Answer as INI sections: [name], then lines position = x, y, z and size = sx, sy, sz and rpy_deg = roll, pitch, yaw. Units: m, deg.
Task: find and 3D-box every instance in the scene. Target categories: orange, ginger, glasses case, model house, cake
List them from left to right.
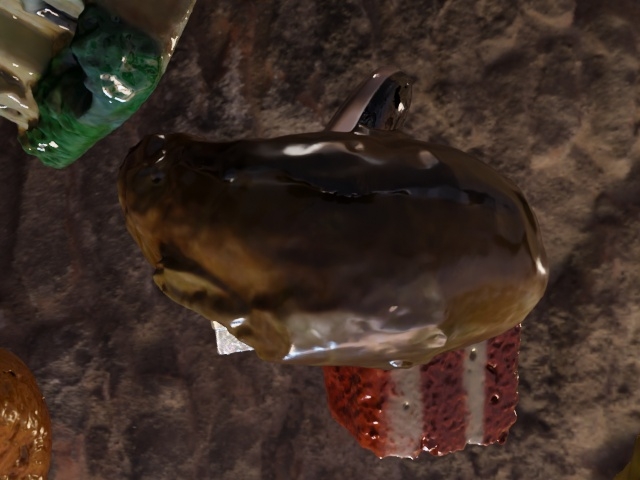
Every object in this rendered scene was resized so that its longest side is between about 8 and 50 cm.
[orange]
position = -0.349, 0.194, 0.659
size = 0.219, 0.193, 0.219
rpy_deg = 20, -90, -76
[model house]
position = -0.359, -0.325, 0.874
size = 0.343, 0.382, 0.334
rpy_deg = 28, -109, -29
[ginger]
position = 0.000, 0.000, 0.508
size = 0.321, 0.165, 0.172
rpy_deg = 13, -147, 2
[glasses case]
position = 0.010, -0.049, 0.813
size = 0.075, 0.314, 0.122
rpy_deg = 33, -156, 8
[cake]
position = 0.177, 0.237, 1.397
size = 0.320, 0.269, 0.270
rpy_deg = -4, -82, -22

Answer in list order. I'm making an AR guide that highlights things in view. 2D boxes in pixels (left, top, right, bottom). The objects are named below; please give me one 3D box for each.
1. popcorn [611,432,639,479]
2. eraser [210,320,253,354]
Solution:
[popcorn]
position = 0.305, 0.286, 0.551
size = 0.297, 0.281, 0.315
rpy_deg = 3, -101, -36
[eraser]
position = -0.122, 0.041, 1.197
size = 0.144, 0.078, 0.343
rpy_deg = -7, -51, -5
